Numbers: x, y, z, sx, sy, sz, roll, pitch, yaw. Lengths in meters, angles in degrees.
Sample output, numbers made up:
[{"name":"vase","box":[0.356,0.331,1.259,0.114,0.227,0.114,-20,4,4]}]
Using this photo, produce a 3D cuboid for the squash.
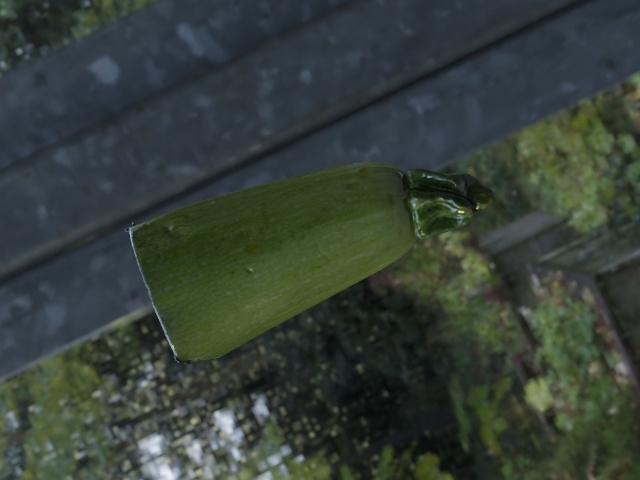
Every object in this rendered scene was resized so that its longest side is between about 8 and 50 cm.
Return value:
[{"name":"squash","box":[-0.005,-0.006,1.067,0.137,0.287,0.137,157,90,-83]}]
